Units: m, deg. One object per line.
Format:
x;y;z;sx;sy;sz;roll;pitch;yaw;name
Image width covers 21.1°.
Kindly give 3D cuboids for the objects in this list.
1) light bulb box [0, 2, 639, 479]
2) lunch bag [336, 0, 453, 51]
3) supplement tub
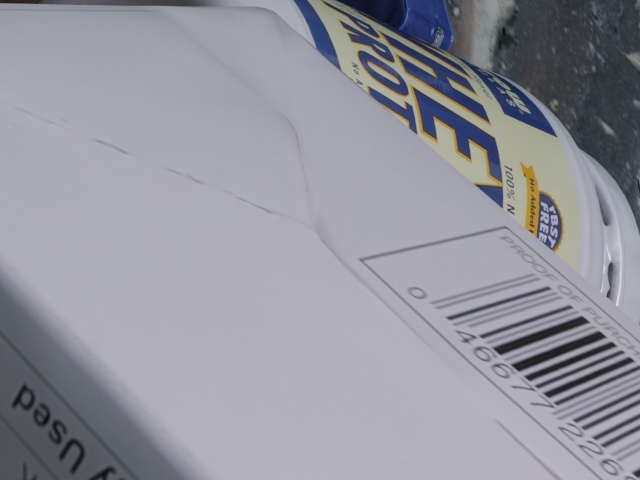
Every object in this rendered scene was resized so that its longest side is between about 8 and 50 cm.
-0.045;0.176;0.495;0.358;0.361;0.225;43;27;22;light bulb box
0.055;-0.164;1.248;0.065;0.067;0.098;17;54;-46;lunch bag
0.000;0.000;0.899;0.325;0.235;0.235;17;53;-46;supplement tub
